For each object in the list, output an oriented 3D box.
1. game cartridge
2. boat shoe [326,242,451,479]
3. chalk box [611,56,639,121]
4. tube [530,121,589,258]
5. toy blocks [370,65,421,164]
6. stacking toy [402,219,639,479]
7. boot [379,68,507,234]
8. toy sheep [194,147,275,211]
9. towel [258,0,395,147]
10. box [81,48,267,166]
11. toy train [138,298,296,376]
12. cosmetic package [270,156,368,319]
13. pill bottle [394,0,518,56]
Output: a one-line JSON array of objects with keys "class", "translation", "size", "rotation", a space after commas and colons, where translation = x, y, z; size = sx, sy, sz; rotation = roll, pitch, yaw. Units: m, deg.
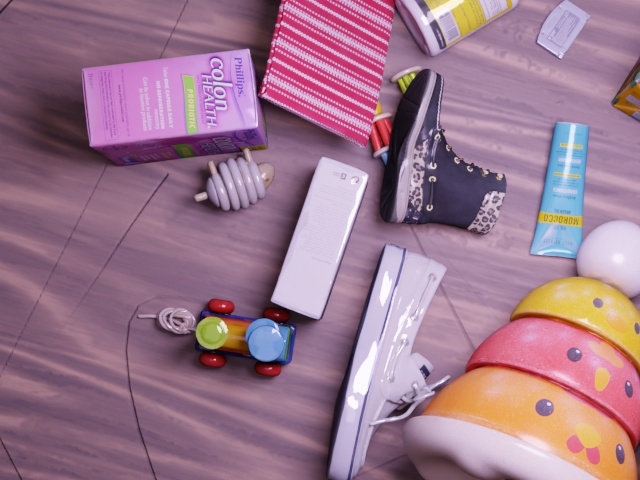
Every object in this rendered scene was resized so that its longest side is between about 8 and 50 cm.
[{"class": "game cartridge", "translation": [0.378, -0.333, 1.896], "size": [0.056, 0.017, 0.083], "rotation": [35, 88, 0]}, {"class": "boat shoe", "translation": [0.120, 0.198, 1.820], "size": [0.156, 0.136, 0.367], "rotation": [16, 77, 0]}, {"class": "chalk box", "translation": [0.599, -0.294, 1.808], "size": [0.180, 0.179, 0.289], "rotation": [33, 87, 4]}, {"class": "tube", "translation": [0.376, -0.077, 1.867], "size": [0.080, 0.052, 0.207], "rotation": [7, 92, 9]}, {"class": "toy blocks", "translation": [0.128, -0.180, 1.873], "size": [0.123, 0.054, 0.148], "rotation": [-22, 86, 0]}, {"class": "stacking toy", "translation": [0.357, 0.170, 1.756], "size": [0.351, 0.350, 0.480], "rotation": [25, 71, 3]}, {"class": "boot", "translation": [0.196, -0.128, 1.829], "size": [0.179, 0.085, 0.236], "rotation": [11, 96, -19]}, {"class": "toy sheep", "translation": [-0.132, -0.088, 1.859], "size": [0.132, 0.091, 0.091], "rotation": [-20, 86, -4]}, {"class": "towel", "translation": [0.015, -0.296, 1.810], "size": [0.199, 0.031, 0.275], "rotation": [23, 67, -28]}, {"class": "box", "translation": [-0.210, -0.193, 1.803], "size": [0.243, 0.213, 0.117], "rotation": [-7, 86, 0]}, {"class": "toy train", "translation": [-0.165, 0.138, 1.815], "size": [0.248, 0.143, 0.105], "rotation": [9, 86, 2]}, {"class": "cosmetic package", "translation": [0.000, 0.000, 1.835], "size": [0.085, 0.117, 0.231], "rotation": [20, 86, 3]}, {"class": "pill bottle", "translation": [0.229, -0.382, 1.851], "size": [0.208, 0.119, 0.119], "rotation": [-31, 86, -1]}]
